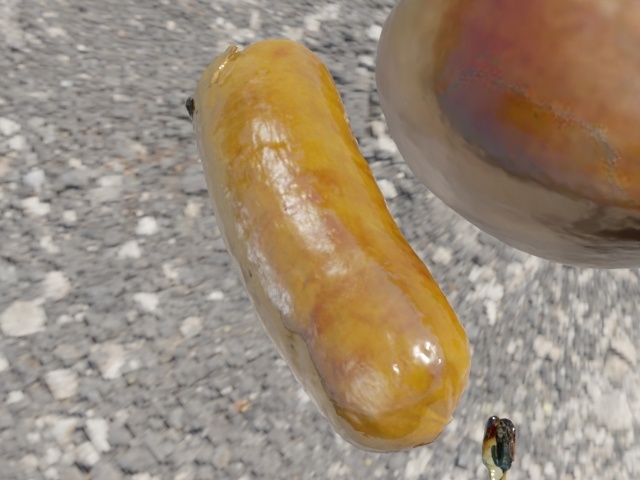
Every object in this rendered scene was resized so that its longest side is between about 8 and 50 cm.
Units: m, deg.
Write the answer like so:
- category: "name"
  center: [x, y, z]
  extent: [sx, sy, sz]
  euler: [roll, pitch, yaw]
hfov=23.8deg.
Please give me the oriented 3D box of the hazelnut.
- category: "hazelnut"
  center: [0.229, -0.123, 1.155]
  extent: [0.366, 0.366, 0.366]
  euler: [1, 95, 10]

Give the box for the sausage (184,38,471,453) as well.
- category: "sausage"
  center: [0.001, -0.001, 0.875]
  extent: [0.109, 0.109, 0.270]
  euler: [-33, 58, 11]

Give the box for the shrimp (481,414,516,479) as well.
- category: "shrimp"
  center: [0.126, 0.203, 1.135]
  extent: [0.035, 0.195, 0.148]
  euler: [9, 79, 11]
